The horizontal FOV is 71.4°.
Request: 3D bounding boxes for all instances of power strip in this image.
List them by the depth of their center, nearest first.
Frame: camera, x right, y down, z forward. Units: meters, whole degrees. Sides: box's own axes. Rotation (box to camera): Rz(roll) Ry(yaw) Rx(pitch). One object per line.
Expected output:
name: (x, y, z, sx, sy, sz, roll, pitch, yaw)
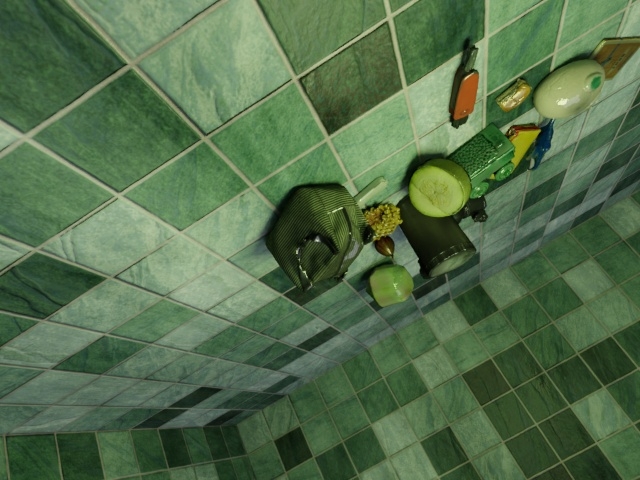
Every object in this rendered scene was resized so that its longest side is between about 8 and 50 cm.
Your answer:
power strip: (0.157, -0.156, 1.552, 0.191, 0.030, 0.048, -40, 152, 19)

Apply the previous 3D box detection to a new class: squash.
squash: (0.404, -0.168, 1.540, 0.220, 0.220, 0.133, -51, 178, 36)

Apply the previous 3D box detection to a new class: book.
book: (1.007, -0.629, 1.561, 0.242, 0.018, 0.170, -15, 150, -25)

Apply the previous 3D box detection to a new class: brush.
brush: (0.421, -0.443, 1.297, 0.071, 0.051, 0.323, -21, 156, -1)

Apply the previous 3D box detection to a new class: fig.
fig: (0.288, 0.040, 1.907, 0.089, 0.125, 0.088, -20, 147, -14)

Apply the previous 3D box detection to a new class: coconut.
coconut: (0.327, 0.217, 2.166, 0.236, 0.204, 0.236, -17, 180, 0)

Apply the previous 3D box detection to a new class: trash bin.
trash bin: (0.434, -0.032, 1.734, 0.203, 0.301, 0.252, 1, 143, -46)

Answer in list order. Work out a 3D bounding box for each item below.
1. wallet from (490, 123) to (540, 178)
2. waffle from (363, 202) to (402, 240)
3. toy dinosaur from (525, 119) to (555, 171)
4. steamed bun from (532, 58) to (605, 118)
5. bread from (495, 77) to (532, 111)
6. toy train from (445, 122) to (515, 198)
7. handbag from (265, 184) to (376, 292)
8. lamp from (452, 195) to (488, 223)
wallet: (0.735, -0.348, 1.745, 0.141, 0.067, 0.241, -9, 142, -26)
waffle: (0.213, -0.064, 1.706, 0.197, 0.070, 0.193, 0, 145, -39)
toy dinosaur: (0.848, -0.384, 1.676, 0.188, 0.075, 0.247, 96, 19, -63)
steamed bun: (0.844, -0.498, 1.494, 0.228, 0.130, 0.177, -29, 148, 10)
bread: (0.630, -0.468, 1.443, 0.106, 0.053, 0.072, -37, 149, 26)
toy train: (0.589, -0.274, 1.636, 0.266, 0.145, 0.202, -38, 148, 16)
handbag: (0.000, 0.000, 1.449, 0.248, 0.240, 0.340, -10, 146, -41)
lamp: (0.602, -0.134, 1.862, 0.228, 0.172, 0.147, -20, 150, -13)
